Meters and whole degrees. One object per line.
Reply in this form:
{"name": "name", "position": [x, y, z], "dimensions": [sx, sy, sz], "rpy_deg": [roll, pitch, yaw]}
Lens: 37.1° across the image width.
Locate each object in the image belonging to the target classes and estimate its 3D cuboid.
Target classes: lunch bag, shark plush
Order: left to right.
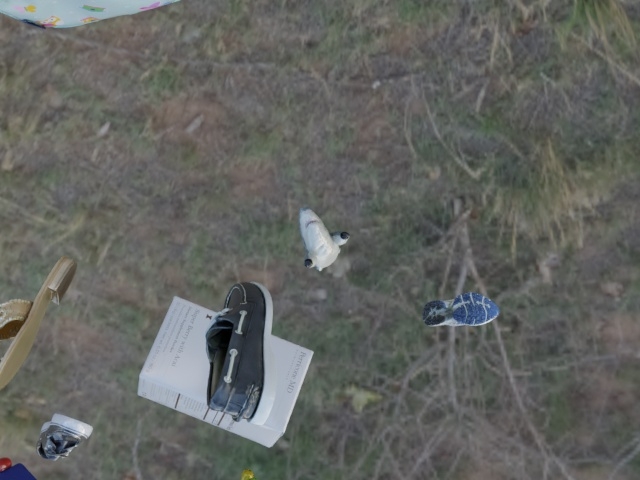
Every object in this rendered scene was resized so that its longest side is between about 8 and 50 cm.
{"name": "lunch bag", "position": [-0.311, -0.351, 1.198], "dimensions": [0.279, 0.224, 0.107], "rpy_deg": [-7, 88, 21]}
{"name": "shark plush", "position": [0.000, 0.000, 1.341], "dimensions": [0.073, 0.067, 0.161], "rpy_deg": [-40, 166, 1]}

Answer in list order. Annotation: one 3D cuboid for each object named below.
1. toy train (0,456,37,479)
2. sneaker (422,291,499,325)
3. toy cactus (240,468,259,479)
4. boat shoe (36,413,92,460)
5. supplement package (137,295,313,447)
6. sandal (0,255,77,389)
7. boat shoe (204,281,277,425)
{"name": "toy train", "position": [-0.592, 0.475, 1.588], "dimensions": [0.105, 0.248, 0.143], "rpy_deg": [42, 114, 12]}
{"name": "sneaker", "position": [0.230, 0.111, 1.506], "dimensions": [0.135, 0.052, 0.058], "rpy_deg": [-5, 169, 44]}
{"name": "toy cactus", "position": [-0.148, 0.482, 1.735], "dimensions": [0.181, 0.112, 0.219], "rpy_deg": [15, 145, 10]}
{"name": "boat shoe", "position": [-0.499, 0.383, 1.818], "dimensions": [0.080, 0.076, 0.228], "rpy_deg": [28, 154, -22]}
{"name": "supplement package", "position": [-0.189, 0.261, 1.873], "dimensions": [0.293, 0.177, 0.175], "rpy_deg": [22, 156, -3]}
{"name": "sandal", "position": [-0.463, 0.114, 1.448], "dimensions": [0.079, 0.240, 0.088], "rpy_deg": [24, 147, 1]}
{"name": "boat shoe", "position": [-0.128, 0.151, 1.439], "dimensions": [0.091, 0.302, 0.114], "rpy_deg": [18, 113, -19]}
